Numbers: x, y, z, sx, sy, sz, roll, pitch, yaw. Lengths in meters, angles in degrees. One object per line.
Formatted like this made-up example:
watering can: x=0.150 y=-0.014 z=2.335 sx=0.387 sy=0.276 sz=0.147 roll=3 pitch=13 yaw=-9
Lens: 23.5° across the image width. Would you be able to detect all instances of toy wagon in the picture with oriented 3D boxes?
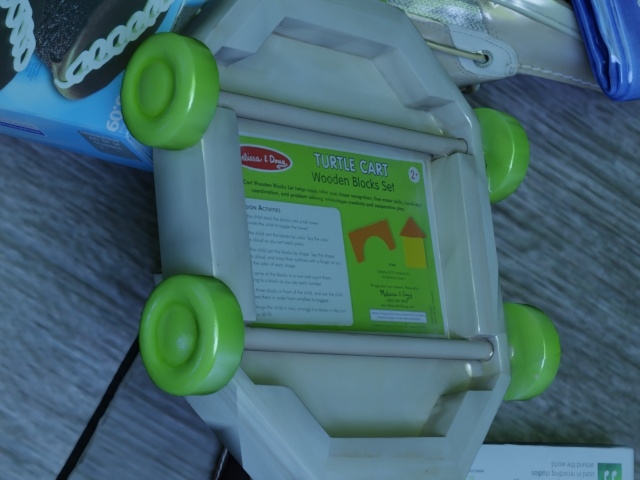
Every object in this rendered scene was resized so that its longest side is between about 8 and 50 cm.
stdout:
toy wagon: x=0.010 y=-0.040 z=0.816 sx=0.267 sy=0.068 sz=0.344 roll=7 pitch=71 yaw=-46

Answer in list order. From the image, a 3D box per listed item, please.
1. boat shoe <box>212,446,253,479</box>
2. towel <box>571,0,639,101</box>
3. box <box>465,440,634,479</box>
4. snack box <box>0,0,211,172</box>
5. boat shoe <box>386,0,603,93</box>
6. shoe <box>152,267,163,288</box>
boat shoe: x=-0.057 y=0.204 z=0.885 sx=0.073 sy=0.073 sz=0.207 roll=10 pitch=80 yaw=-19
towel: x=0.262 y=-0.227 z=1.001 sx=0.336 sy=0.040 sz=0.243 roll=-15 pitch=88 yaw=-38
box: x=0.085 y=0.276 z=0.893 sx=0.232 sy=0.058 sz=0.322 roll=8 pitch=79 yaw=-35
snack box: x=-0.112 y=-0.208 z=0.877 sx=0.187 sy=0.060 sz=0.322 roll=14 pitch=75 yaw=26
boat shoe: x=0.074 y=-0.142 z=0.966 sx=0.302 sy=0.109 sz=0.098 roll=17 pitch=114 yaw=-22
shoe: x=0.000 y=0.000 z=0.928 sx=0.219 sy=0.076 sz=0.058 roll=-28 pitch=98 yaw=-16
